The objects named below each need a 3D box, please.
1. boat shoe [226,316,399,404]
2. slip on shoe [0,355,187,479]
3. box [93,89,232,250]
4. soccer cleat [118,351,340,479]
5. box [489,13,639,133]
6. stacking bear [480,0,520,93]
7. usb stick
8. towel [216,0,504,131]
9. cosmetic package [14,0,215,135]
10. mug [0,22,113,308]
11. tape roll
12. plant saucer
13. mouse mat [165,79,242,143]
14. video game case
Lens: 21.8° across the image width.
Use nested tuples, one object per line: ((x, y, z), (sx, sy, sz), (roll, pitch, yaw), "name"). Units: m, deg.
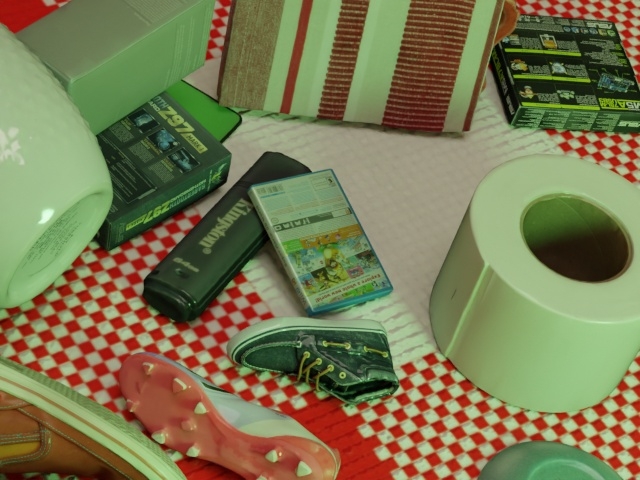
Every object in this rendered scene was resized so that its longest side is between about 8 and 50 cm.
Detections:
((-0.005, 0.131, 1.771), (0.183, 0.065, 0.083), (-2, 49, -20), "boat shoe")
((-0.283, 0.186, 1.624), (0.331, 0.123, 0.101), (25, 86, -5), "slip on shoe")
((-0.245, -0.115, 1.915), (0.183, 0.059, 0.233), (-34, 66, -32), "box")
((-0.094, 0.188, 1.698), (0.248, 0.083, 0.095), (28, 18, 15), "soccer cleat")
((0.324, -0.224, 2.202), (0.191, 0.045, 0.184), (1, 52, -17), "box")
((0.142, -0.338, 2.181), (0.164, 0.175, 0.289), (14, 37, -15), "stacking bear")
((-0.101, -0.009, 1.880), (0.077, 0.045, 0.278), (32, 49, 11), "usb stick")
((0.050, -0.256, 2.019), (0.329, 0.237, 0.037), (6, 29, -13), "towel")
((-0.235, -0.215, 1.878), (0.107, 0.127, 0.238), (41, 52, 20), "cosmetic package")
((-0.421, -0.060, 1.708), (0.328, 0.276, 0.374), (40, 80, 9), "mug")
((0.260, 0.047, 1.856), (0.246, 0.169, 0.246), (8, 48, -9), "tape roll")
((0.258, 0.282, 1.738), (0.195, 0.037, 0.195), (9, 48, -10), "plant saucer")
((-0.207, -0.154, 2.003), (0.190, 0.007, 0.152), (31, 48, 12), "mouse mat")
((0.000, 0.000, 1.888), (0.119, 0.015, 0.166), (-14, 68, -36), "video game case")
